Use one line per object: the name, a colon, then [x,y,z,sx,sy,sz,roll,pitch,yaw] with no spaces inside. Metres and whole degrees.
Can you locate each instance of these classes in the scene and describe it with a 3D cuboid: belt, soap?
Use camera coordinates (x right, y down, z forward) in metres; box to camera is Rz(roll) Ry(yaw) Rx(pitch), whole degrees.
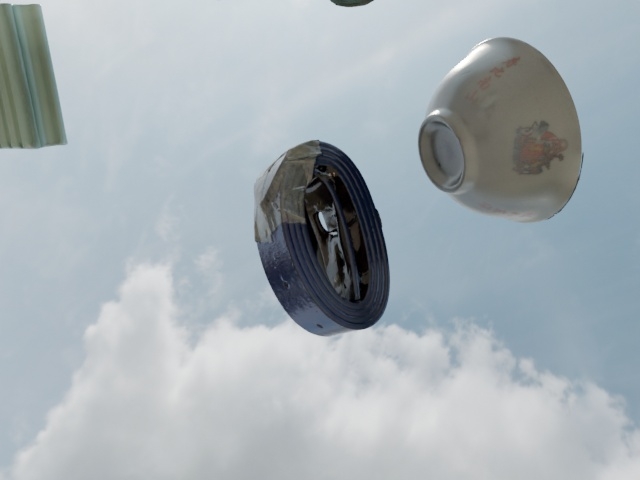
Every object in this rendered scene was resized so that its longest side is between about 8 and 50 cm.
belt: [0.000,0.000,1.124,0.117,0.213,0.346,-24,-101,56]
soap: [-0.592,-0.313,1.209,0.160,0.088,0.265,6,-71,37]

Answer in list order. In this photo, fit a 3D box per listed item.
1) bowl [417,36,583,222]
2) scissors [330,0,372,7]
bowl: [0.276,-0.172,1.101,0.157,0.345,0.345,-19,-91,-21]
scissors: [-0.034,-0.365,0.849,0.289,0.041,0.137,-1,-103,24]
